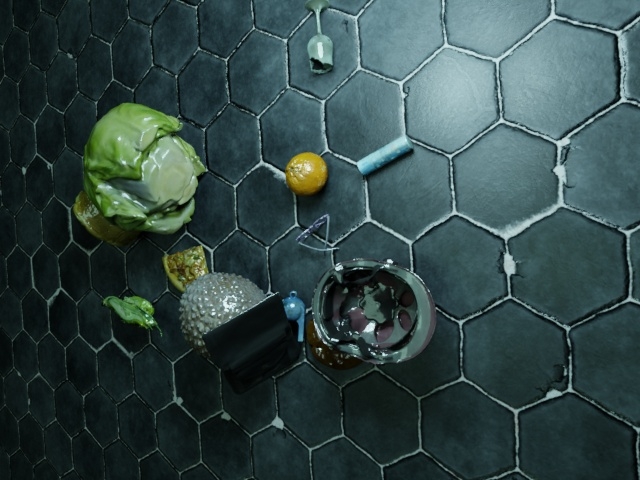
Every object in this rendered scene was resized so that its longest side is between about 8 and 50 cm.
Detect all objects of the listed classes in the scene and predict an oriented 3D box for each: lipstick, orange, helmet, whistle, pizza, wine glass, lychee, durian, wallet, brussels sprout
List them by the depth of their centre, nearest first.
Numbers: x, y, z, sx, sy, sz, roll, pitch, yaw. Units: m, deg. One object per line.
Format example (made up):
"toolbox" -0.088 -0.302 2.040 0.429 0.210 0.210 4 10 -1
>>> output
"helmet" 0.154 0.185 1.128 0.337 0.197 0.271 2 86 23
"lipstick" 0.181 -0.239 1.174 0.157 0.048 0.048 -27 80 27
"wallet" -0.192 0.319 1.235 0.041 0.247 0.323 38 149 45
"wine glass" -0.003 -0.608 1.240 0.079 0.079 0.196 -5 89 29
"orange" -0.045 -0.200 1.263 0.135 0.117 0.136 6 102 30
"whistle" -0.089 0.239 1.328 0.090 0.090 0.158 7 97 28
"lychee" -0.302 0.232 1.331 0.299 0.300 0.301 2 93 29
"brussels sprout" -0.639 -0.251 1.462 0.360 0.342 0.426 16 98 30
"pizza" -0.493 0.108 1.557 0.292 0.058 0.197 37 108 22
"durian" -0.739 0.295 1.675 0.374 0.106 0.132 14 97 29

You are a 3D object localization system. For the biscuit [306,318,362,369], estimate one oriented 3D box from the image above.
"biscuit" 0.051 0.299 1.280 0.212 0.036 0.212 2 94 28

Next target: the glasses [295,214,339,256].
"glasses" 0.000 0.000 1.279 0.140 0.062 0.104 -38 76 26

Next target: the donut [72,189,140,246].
"donut" -0.807 -0.094 1.609 0.128 0.261 0.209 -32 50 15
